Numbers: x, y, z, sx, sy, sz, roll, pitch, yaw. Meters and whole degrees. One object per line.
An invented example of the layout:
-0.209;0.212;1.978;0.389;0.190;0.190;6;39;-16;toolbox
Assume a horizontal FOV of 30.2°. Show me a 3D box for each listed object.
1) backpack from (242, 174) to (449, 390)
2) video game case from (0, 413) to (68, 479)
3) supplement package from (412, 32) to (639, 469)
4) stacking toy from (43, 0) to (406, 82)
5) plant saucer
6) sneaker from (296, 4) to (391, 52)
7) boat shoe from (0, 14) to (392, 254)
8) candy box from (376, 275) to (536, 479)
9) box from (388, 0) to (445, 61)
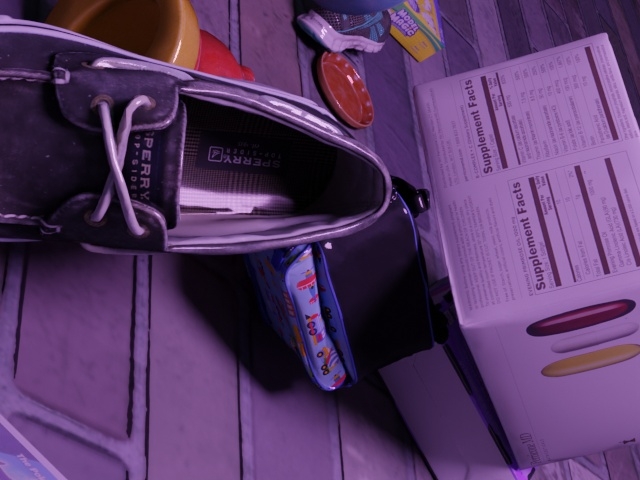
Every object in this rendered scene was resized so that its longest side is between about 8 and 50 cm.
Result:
0.000;0.000;0.852;0.173;0.117;0.158;50;-20;47;backpack
-0.185;0.092;0.460;0.201;0.023;0.183;35;15;28;video game case
0.178;0.020;0.880;0.262;0.145;0.204;60;19;-54;supplement package
-0.060;-0.218;0.813;0.130;0.309;0.279;33;28;-56;stacking toy
0.022;-0.146;1.154;0.083;0.013;0.083;40;35;-36;plant saucer
0.043;-0.233;1.189;0.065;0.076;0.166;42;25;8;sneaker
-0.104;-0.053;0.630;0.335;0.119;0.121;-3;104;-36;boat shoe
0.136;0.119;1.041;0.164;0.070;0.196;61;28;-1;candy box
0.072;-0.296;1.348;0.179;0.043;0.105;35;37;-38;box
